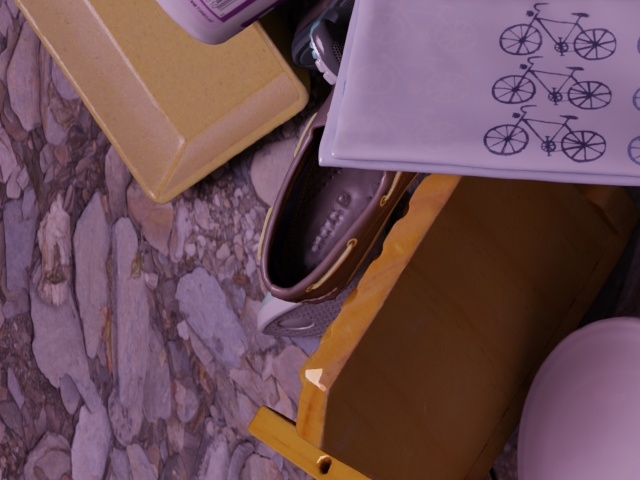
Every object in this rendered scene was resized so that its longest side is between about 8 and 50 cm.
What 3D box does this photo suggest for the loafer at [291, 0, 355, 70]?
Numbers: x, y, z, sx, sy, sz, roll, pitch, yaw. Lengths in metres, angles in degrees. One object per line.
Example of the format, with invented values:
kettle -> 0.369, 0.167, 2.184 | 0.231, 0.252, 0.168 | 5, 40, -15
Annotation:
loafer -> 0.048, -0.254, 1.859 | 0.267, 0.096, 0.084 | -32, 54, 53

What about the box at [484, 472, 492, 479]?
box -> 0.150, 0.346, 1.857 | 0.164, 0.021, 0.201 | -42, 61, 47

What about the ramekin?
ramekin -> 0.297, 0.193, 1.557 | 0.273, 0.127, 0.273 | 8, 101, 52

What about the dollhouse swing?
dollhouse swing -> 0.054, 0.035, 1.598 | 0.315, 0.305, 0.347 | 28, 85, 47

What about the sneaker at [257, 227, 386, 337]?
sneaker -> 0.001, 0.000, 1.966 | 0.256, 0.094, 0.151 | 131, 139, -54

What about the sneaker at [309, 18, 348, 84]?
sneaker -> 0.063, -0.163, 1.839 | 0.166, 0.065, 0.076 | 43, 126, -11

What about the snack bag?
snack bag -> 0.182, -0.184, 1.443 | 0.037, 0.323, 0.342 | 77, -160, -53

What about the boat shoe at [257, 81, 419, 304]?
boat shoe -> 0.038, -0.087, 1.769 | 0.116, 0.097, 0.324 | 30, 99, 12

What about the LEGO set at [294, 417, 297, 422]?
LEGO set -> 0.109, 0.131, 1.793 | 0.287, 0.132, 0.107 | -16, 75, 30

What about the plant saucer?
plant saucer -> -0.169, -0.242, 2.081 | 0.333, 0.081, 0.332 | -30, 95, 50

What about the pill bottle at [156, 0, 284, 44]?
pill bottle -> -0.031, -0.335, 1.813 | 0.301, 0.169, 0.169 | -32, 65, 17
